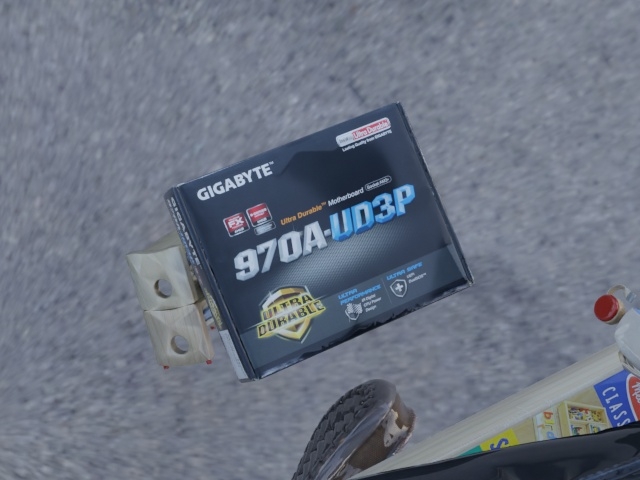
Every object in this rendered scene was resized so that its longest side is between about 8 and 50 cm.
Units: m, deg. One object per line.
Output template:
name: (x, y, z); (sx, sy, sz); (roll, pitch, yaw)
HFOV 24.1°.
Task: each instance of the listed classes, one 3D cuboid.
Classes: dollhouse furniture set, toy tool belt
dollhouse furniture set: (-0.079, 0.044, 1.555); (0.183, 0.129, 0.129); (-8, 105, 25)
toy tool belt: (0.228, 0.069, 1.027); (0.051, 0.083, 0.052); (24, 104, -41)

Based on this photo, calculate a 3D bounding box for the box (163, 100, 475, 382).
box: (0.000, 0.000, 1.272); (0.220, 0.051, 0.175); (-22, 90, -19)

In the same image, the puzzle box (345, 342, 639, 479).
puzzle box: (0.202, 0.311, 1.129); (0.272, 0.052, 0.409); (-27, 101, -3)

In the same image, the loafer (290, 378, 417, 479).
loafer: (0.017, 0.300, 1.509); (0.130, 0.134, 0.366); (25, 115, -3)

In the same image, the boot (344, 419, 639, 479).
boot: (0.156, 0.233, 0.872); (0.445, 0.367, 0.146); (-10, 110, -12)
